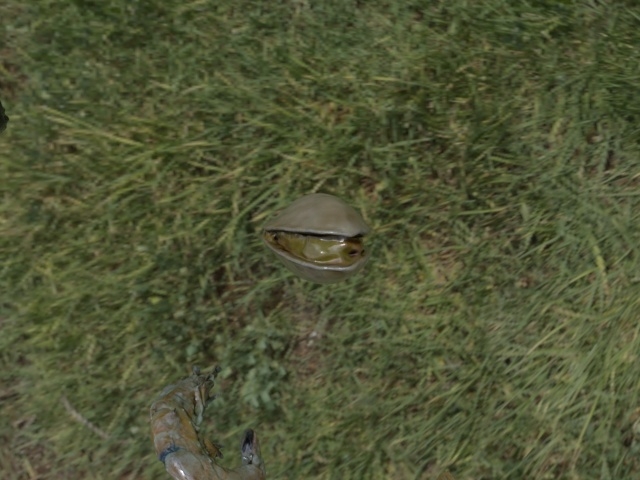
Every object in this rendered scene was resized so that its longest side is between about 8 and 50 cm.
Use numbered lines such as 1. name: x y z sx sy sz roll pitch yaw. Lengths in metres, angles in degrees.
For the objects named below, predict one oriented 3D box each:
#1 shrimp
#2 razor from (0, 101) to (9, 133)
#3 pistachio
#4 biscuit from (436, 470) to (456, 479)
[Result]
1. shrimp: -0.189 0.336 1.808 0.247 0.360 0.085 37 109 -17
2. razor: -0.568 -0.135 1.279 0.349 0.204 0.113 -16 97 -13
3. pistachio: 0.000 0.000 1.431 0.223 0.152 0.126 -156 69 -69
4. biscuit: 0.191 0.416 1.527 0.018 0.071 0.147 -3 90 -17
